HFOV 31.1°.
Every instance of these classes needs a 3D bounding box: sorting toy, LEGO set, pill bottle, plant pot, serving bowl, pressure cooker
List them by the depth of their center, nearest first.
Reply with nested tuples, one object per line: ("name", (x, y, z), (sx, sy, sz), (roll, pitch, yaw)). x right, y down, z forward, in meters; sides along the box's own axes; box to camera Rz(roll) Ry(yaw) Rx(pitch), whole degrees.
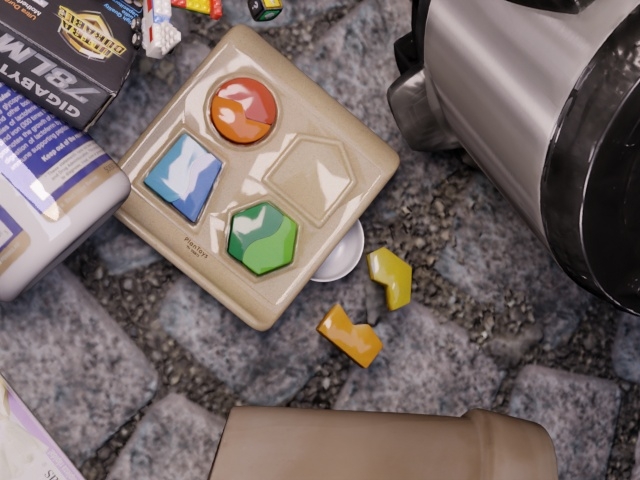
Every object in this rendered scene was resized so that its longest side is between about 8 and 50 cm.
("LEGO set", (-0.138, -0.257, 0.946), (0.244, 0.060, 0.182), (46, 51, -9))
("pill bottle", (-0.298, -0.090, 0.962), (0.153, 0.153, 0.265), (-43, 95, -13))
("plant pot", (0.024, 0.281, 1.039), (0.280, 0.323, 0.323), (17, 86, -2))
("pressure cooker", (0.280, -0.176, 1.046), (0.369, 0.420, 0.376), (5, 123, -25))
("sorting toy", (-0.027, -0.032, 1.101), (0.307, 0.041, 0.229), (40, 78, -6))
("serving bowl", (0.000, 0.000, 1.140), (0.083, 0.027, 0.083), (1, 85, -12))

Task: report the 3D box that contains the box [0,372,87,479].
("box", (-0.286, 0.169, 1.027), (0.063, 0.067, 0.324), (-38, 104, -14))

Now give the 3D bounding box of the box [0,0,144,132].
("box", (-0.256, -0.280, 0.953), (0.295, 0.073, 0.293), (31, 52, -19))
